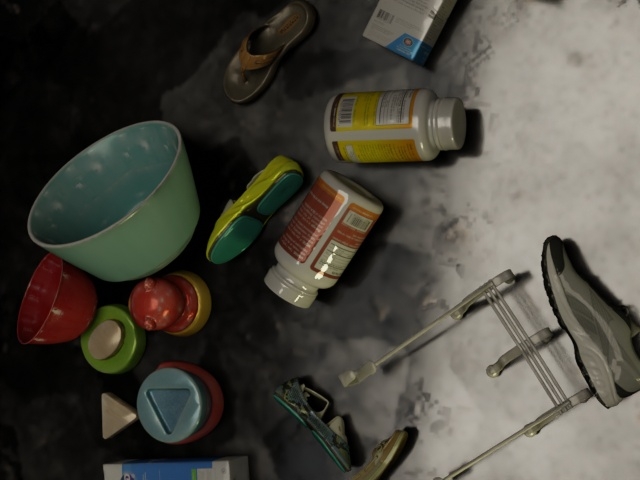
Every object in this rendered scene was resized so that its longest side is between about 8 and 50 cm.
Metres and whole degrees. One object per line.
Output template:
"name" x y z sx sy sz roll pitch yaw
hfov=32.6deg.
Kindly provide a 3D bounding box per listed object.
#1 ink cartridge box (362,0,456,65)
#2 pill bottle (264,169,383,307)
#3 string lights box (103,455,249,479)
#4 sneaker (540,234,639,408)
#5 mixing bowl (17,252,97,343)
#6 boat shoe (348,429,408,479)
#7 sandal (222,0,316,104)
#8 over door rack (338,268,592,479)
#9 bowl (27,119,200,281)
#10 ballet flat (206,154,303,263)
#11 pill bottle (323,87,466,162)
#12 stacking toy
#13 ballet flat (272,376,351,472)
"ink cartridge box" 0.160 -0.392 1.800 0.104 0.060 0.180 32 101 22
"pill bottle" 0.000 0.000 1.822 0.121 0.121 0.216 38 102 21
"string lights box" -0.255 0.454 1.939 0.260 0.077 0.133 -6 85 23
"sneaker" 0.413 0.113 1.659 0.108 0.100 0.271 -26 81 7
"mixing bowl" -0.476 0.119 2.021 0.181 0.098 0.181 -37 40 40
"boat shoe" 0.089 0.367 1.805 0.048 0.056 0.153 37 110 16
"sandal" -0.097 -0.333 1.911 0.219 0.060 0.090 -42 72 16
"over door rack" 0.225 0.227 1.714 0.324 0.108 0.239 -34 73 12
"bowl" -0.335 -0.047 1.907 0.312 0.163 0.311 -21 36 16
"ballet flat" -0.122 -0.059 1.913 0.231 0.077 0.077 -46 50 13
"pill bottle" 0.122 -0.186 1.778 0.215 0.117 0.117 1 88 24
"stacking toy" -0.327 0.222 1.952 0.280 0.130 0.308 -15 82 22
"ballet flat" 0.001 0.304 1.844 0.188 0.070 0.070 45 105 15
